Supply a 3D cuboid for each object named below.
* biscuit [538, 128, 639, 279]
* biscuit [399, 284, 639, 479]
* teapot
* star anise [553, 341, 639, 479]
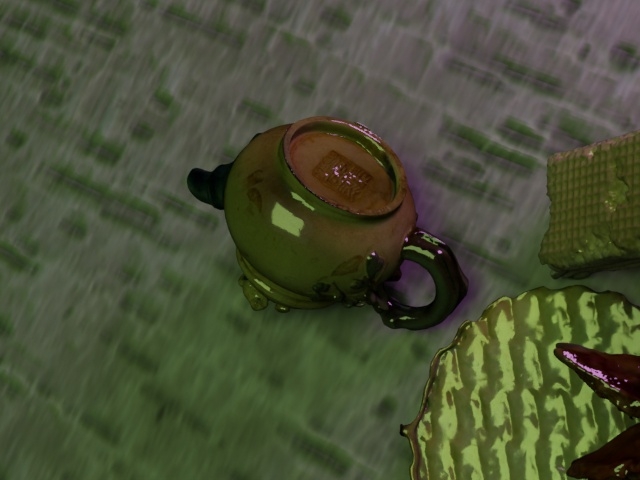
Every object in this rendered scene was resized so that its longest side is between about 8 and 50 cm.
[{"bbox_3d":[0.261,-0.032,1.116,0.239,0.062,0.108,-15,68,63],"label":"biscuit"},{"bbox_3d":[0.186,0.134,1.192,0.273,0.036,0.187,-32,67,15],"label":"biscuit"},{"bbox_3d":[0.000,0.000,1.256,0.269,0.173,0.182,33,130,3],"label":"teapot"},{"bbox_3d":[0.308,0.143,1.048,0.288,0.088,0.288,13,122,22],"label":"star anise"}]
